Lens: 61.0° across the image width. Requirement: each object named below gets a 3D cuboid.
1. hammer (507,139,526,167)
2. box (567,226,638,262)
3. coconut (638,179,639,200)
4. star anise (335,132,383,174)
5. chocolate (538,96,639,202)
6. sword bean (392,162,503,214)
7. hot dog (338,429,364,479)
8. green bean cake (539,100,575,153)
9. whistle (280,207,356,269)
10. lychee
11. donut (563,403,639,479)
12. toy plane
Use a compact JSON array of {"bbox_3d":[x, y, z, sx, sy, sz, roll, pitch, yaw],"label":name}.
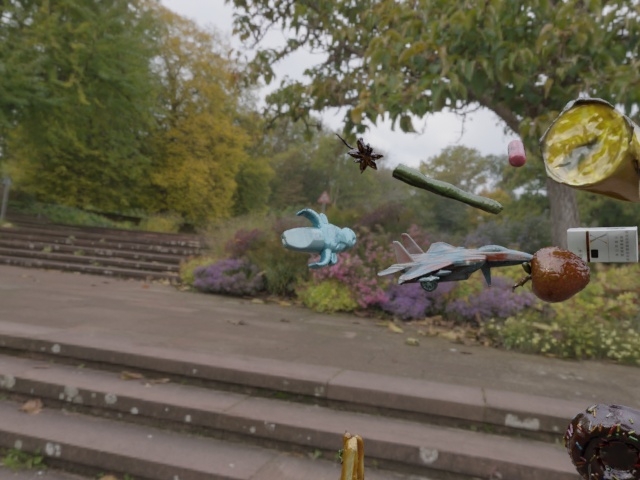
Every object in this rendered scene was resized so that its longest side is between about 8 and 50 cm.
[{"bbox_3d":[0.451,-0.199,1.250,0.043,0.043,0.083,5,37,10],"label":"hammer"},{"bbox_3d":[0.702,0.011,1.355,0.154,0.084,0.040,-2,14,32],"label":"box"},{"bbox_3d":[0.659,-0.064,0.756,0.352,0.353,0.352,6,-4,0],"label":"coconut"},{"bbox_3d":[0.130,-0.313,1.888,0.190,0.097,0.070,37,29,-16],"label":"star anise"},{"bbox_3d":[0.620,-0.156,1.090,0.445,0.162,0.162,6,-4,-41],"label":"chocolate"},{"bbox_3d":[0.299,-0.119,1.282,0.269,0.038,0.043,22,-4,6],"label":"sword bean"},{"bbox_3d":[0.098,0.735,1.715,0.072,0.270,0.109,-2,-6,22],"label":"hot dog"},{"bbox_3d":[0.772,-0.297,1.610,0.185,0.183,0.094,23,27,-3],"label":"green bean cake"},{"bbox_3d":[0.000,0.000,1.639,0.274,0.186,0.093,1,-23,-40],"label":"whistle"},{"bbox_3d":[0.433,0.072,1.028,0.140,0.101,0.114,-23,-54,15],"label":"lychee"},{"bbox_3d":[0.713,0.511,1.307,0.235,0.235,0.089,4,18,22],"label":"donut"},{"bbox_3d":[0.296,0.051,1.179,0.326,0.104,0.223,5,23,31],"label":"toy plane"}]
